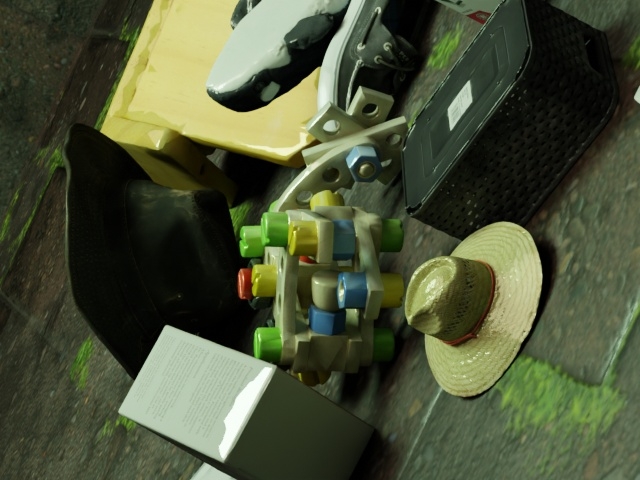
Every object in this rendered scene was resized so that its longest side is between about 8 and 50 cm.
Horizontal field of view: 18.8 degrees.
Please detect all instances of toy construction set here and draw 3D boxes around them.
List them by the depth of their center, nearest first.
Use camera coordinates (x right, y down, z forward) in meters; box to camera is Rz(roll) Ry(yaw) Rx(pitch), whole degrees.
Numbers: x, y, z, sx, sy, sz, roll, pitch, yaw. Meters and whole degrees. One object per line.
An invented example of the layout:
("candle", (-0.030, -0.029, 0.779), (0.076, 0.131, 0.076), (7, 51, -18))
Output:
("toy construction set", (0.000, 0.000, 1.710), (0.327, 0.151, 0.215), (-81, -2, -59))

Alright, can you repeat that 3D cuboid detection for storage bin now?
("storage bin", (0.146, -0.094, 1.533), (0.180, 0.084, 0.122), (-53, 22, 31))

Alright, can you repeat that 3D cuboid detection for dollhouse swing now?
("dollhouse swing", (-0.033, -0.210, 2.221), (0.347, 0.305, 0.315), (-69, -23, -9))

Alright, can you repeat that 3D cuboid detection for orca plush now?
("orca plush", (-0.003, -0.231, 2.006), (0.151, 0.102, 0.287), (1, 53, 42))

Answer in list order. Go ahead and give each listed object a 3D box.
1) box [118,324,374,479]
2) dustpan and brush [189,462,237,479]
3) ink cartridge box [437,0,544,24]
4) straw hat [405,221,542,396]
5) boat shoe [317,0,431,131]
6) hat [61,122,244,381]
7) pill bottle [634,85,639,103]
("box", (-0.064, 0.153, 1.642), (0.170, 0.130, 0.091), (16, 74, 51))
("dustpan and brush", (-0.052, 0.227, 1.735), (0.147, 0.060, 0.211), (-49, 14, 9))
("ink cartridge box", (0.125, -0.245, 1.700), (0.099, 0.135, 0.056), (-14, 54, 68))
("straw hat", (0.100, 0.044, 1.471), (0.144, 0.061, 0.144), (-31, 51, 48))
("boat shoe", (0.065, -0.191, 1.915), (0.076, 0.080, 0.228), (-2, 57, 41))
("hat", (-0.153, 0.014, 2.054), (0.134, 0.331, 0.331), (-15, 39, 15))
("pill bottle", (0.269, -0.142, 1.249), (0.152, 0.086, 0.086), (-62, 18, 13))
